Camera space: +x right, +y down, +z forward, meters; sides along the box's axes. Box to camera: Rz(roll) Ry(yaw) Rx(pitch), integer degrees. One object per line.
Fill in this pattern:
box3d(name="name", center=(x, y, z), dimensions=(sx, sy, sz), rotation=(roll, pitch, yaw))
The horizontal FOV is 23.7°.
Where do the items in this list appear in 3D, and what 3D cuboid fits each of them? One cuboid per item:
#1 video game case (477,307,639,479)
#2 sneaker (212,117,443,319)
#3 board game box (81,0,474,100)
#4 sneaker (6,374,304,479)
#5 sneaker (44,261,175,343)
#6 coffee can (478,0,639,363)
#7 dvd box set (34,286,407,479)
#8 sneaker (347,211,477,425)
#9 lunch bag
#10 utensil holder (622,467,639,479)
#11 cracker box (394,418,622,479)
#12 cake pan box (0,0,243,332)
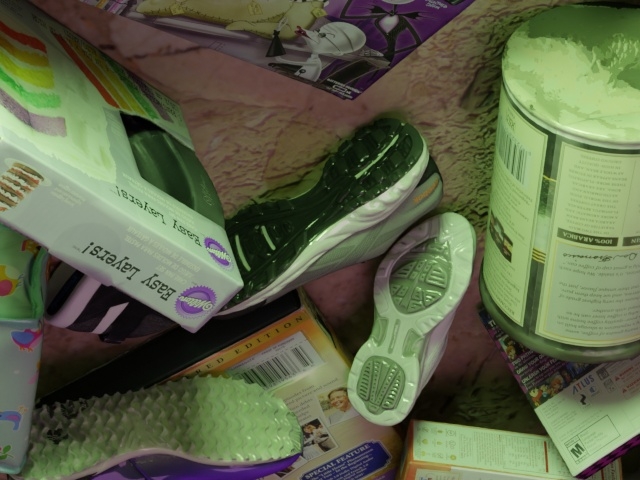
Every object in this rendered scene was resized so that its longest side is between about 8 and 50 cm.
box3d(name="video game case", center=(0.306, 0.096, 1.563), dimensions=(0.232, 0.210, 0.042), rotation=(-38, 151, 15))
box3d(name="sneaker", center=(0.000, 0.000, 1.442), dimensions=(0.271, 0.100, 0.108), rotation=(-32, 139, 11))
box3d(name="board game box", center=(-0.053, -0.225, 1.196), dimensions=(0.347, 0.056, 0.208), rotation=(17, 141, -32))
box3d(name="sneaker", center=(-0.165, 0.221, 1.509), dimensions=(0.293, 0.102, 0.146), rotation=(-4, 138, -8))
box3d(name="sneaker", center=(-0.154, 0.015, 1.420), dimensions=(0.121, 0.079, 0.217), rotation=(20, 131, -37))
box3d(name="coffee can", center=(0.257, -0.051, 1.410), dimensions=(0.201, 0.201, 0.275), rotation=(-10, 135, -11))
box3d(name="dvd box set", center=(-0.073, 0.235, 1.662), dimensions=(0.307, 0.062, 0.420), rotation=(-28, 135, 7))
box3d(name="sneaker", center=(0.100, 0.072, 1.565), dimensions=(0.232, 0.090, 0.115), rotation=(-66, 165, 17))
box3d(name="lunch bag", center=(-0.378, 0.084, 1.344), dimensions=(0.262, 0.160, 0.223), rotation=(8, 133, -12))
box3d(name="utensil holder", center=(0.484, 0.369, 1.718), dimensions=(0.327, 0.328, 0.385), rotation=(0, 156, -20))
box3d(name="cracker box", center=(0.198, 0.281, 1.667), dimensions=(0.232, 0.067, 0.156), rotation=(8, 133, -3))
box3d(name="cake pan box", center=(-0.188, -0.073, 1.197), dimensions=(0.070, 0.246, 0.267), rotation=(-39, 132, 18))
